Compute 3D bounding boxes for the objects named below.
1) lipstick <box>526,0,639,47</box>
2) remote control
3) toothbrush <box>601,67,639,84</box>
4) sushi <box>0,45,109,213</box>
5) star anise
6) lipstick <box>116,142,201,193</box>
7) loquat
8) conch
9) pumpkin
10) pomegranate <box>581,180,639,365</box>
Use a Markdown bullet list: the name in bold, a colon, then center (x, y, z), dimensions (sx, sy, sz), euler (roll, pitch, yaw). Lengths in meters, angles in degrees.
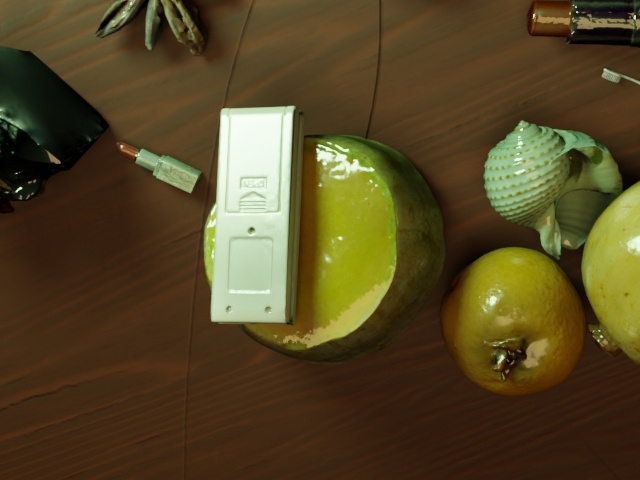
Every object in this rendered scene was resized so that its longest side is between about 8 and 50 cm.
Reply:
- **lipstick**: center (0.424, -0.290, 1.689), dimensions (0.300, 0.081, 0.081), euler (4, 109, 4)
- **remote control**: center (-0.078, -0.031, 1.636), dimensions (0.103, 0.055, 0.277), euler (0, 83, 17)
- **toothbrush**: center (0.464, -0.201, 1.752), dimensions (0.167, 0.011, 0.014), euler (21, 115, 0)
- **sushi**: center (-0.458, -0.144, 1.765), dimensions (0.215, 0.227, 0.212), euler (45, 107, -8)
- **star anise**: center (-0.226, -0.355, 1.745), dimensions (0.229, 0.093, 0.236), euler (-36, 105, 11)
- **lipstick**: center (-0.238, -0.111, 1.855), dimensions (0.129, 0.030, 0.030), euler (26, 110, -2)
- **loquat**: center (0.268, 0.112, 1.782), dimensions (0.208, 0.208, 0.208), euler (2, 109, 6)
- **conch**: center (0.308, -0.082, 1.751), dimensions (0.172, 0.131, 0.200), euler (-24, 134, -7)
- **pumpkin**: center (0.000, 0.000, 1.726), dimensions (0.332, 0.199, 0.332), euler (-1, 82, 8)
- **pomegranate**: center (0.489, 0.036, 1.691), dimensions (0.307, 0.307, 0.307), euler (2, 109, 6)
